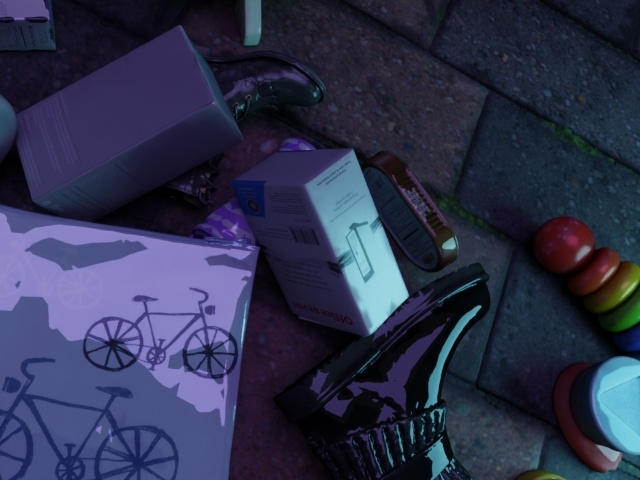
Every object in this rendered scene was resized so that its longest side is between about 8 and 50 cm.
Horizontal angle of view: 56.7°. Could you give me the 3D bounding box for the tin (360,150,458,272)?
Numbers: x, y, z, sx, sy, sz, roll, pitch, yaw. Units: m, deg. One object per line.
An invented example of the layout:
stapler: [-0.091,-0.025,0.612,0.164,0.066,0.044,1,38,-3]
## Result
tin: [0.121,-0.039,0.840,0.040,0.106,0.190,-33,84,-17]

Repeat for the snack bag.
snack bag: [-0.248,0.141,0.665,0.323,0.037,0.343,9,83,-13]

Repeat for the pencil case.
pencil case: [-0.078,-0.054,0.794,0.088,0.086,0.206,25,59,29]

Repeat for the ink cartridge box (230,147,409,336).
ink cartridge box: [0.000,0.000,0.710,0.086,0.148,0.203,-39,119,-30]

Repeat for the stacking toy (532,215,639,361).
stacking toy: [0.461,0.092,0.903,0.330,0.141,0.141,43,65,7]

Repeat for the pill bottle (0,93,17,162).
pill bottle: [-0.490,-0.188,0.605,0.318,0.176,0.176,45,65,0]

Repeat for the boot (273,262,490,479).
boot: [0.139,0.212,0.746,0.348,0.131,0.260,-34,82,-19]

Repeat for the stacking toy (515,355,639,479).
stacking toy: [0.432,0.329,0.801,0.279,0.130,0.309,33,66,-5]

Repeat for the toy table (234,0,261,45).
toy table: [-0.117,-0.439,0.867,0.274,0.161,0.252,3,71,-17]

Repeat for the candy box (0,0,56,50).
candy box: [-0.460,-0.334,0.771,0.196,0.070,0.165,-8,75,-20]

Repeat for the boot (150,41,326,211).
boot: [-0.136,-0.144,0.801,0.263,0.091,0.229,9,69,2]

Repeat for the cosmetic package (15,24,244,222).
cosmetic package: [-0.227,-0.131,0.702,0.238,0.107,0.127,-25,69,2]
